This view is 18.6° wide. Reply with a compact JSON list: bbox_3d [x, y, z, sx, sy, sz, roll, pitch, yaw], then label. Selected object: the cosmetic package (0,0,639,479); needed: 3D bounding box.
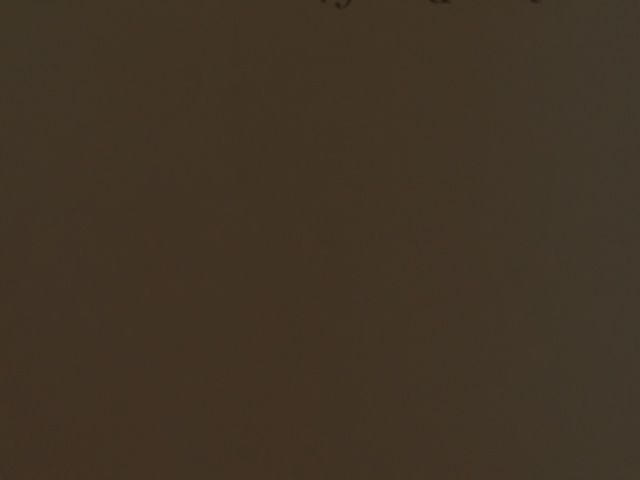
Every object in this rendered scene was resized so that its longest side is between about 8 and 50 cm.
[{"bbox_3d":[-0.021,0.024,0.457,0.156,0.217,0.385,-69,160,-70],"label":"cosmetic package"}]
